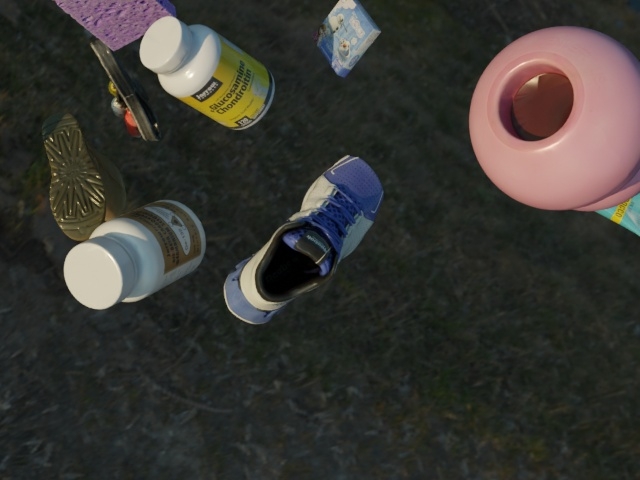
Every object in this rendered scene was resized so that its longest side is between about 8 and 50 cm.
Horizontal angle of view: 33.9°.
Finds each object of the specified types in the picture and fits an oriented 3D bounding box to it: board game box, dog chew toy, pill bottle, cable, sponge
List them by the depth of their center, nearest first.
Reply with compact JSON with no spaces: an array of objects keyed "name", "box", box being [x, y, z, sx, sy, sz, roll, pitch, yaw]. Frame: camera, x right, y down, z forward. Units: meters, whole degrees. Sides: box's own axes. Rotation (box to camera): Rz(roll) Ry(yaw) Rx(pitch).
[{"name":"dog chew toy","box":[0.313,-0.125,1.244,0.332,0.207,0.206,14,61,-57]},{"name":"pill bottle","box":[-0.154,-0.228,1.424,0.184,0.103,0.103,27,54,-49]},{"name":"sponge","box":[-0.306,-0.349,1.500,0.210,0.117,0.031,37,36,-60]},{"name":"board game box","box":[0.037,-0.304,1.554,0.020,0.090,0.090,10,39,-46]},{"name":"pill bottle","box":[-0.286,0.023,1.623,0.131,0.131,0.229,59,28,-1]},{"name":"cable","box":[-0.335,-0.239,1.763,0.072,0.287,0.139,-24,82,1]}]

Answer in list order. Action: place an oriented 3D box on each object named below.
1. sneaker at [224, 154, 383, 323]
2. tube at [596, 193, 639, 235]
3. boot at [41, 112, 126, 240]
[{"name":"sneaker","box":[-0.001,0.001,1.612,0.127,0.182,0.315,46,70,-8]},{"name":"tube","box":[0.487,-0.081,1.840,0.207,0.052,0.080,25,86,12]},{"name":"boot","box":[-0.393,-0.080,1.840,0.089,0.269,0.236,-12,73,1]}]
